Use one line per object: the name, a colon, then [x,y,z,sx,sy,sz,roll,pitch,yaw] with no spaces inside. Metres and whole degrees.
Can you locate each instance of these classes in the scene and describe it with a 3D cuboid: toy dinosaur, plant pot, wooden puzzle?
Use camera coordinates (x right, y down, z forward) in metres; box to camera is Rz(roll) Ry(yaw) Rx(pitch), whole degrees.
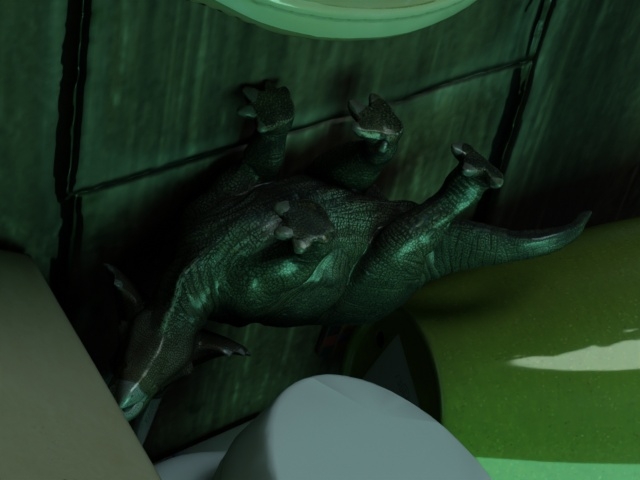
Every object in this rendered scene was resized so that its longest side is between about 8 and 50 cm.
toy dinosaur: [0.000,0.000,1.048,0.313,0.121,0.160,-17,156,-35]
plant pot: [0.170,0.107,1.211,0.293,0.275,0.275,0,135,-26]
wooden puzzle: [0.024,0.049,1.206,0.049,0.006,0.083,-13,142,-31]

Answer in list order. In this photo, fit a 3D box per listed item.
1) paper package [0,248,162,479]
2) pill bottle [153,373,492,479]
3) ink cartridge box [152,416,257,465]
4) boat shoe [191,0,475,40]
paper package: [-0.207,0.151,0.828,0.309,0.325,0.168,9,128,-50]
pill bottle: [-0.076,0.264,1.060,0.229,0.229,0.408,6,135,-47]
ink cartridge box: [-0.074,0.187,1.240,0.198,0.067,0.115,-21,146,-18]
boat shoe: [-0.030,-0.156,0.796,0.302,0.109,0.098,2,134,-37]
